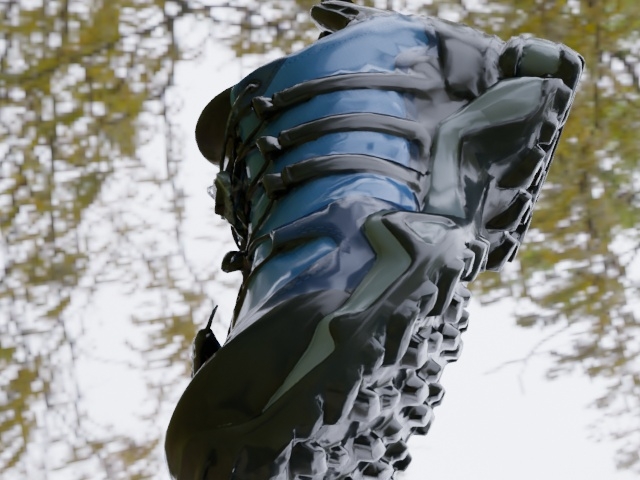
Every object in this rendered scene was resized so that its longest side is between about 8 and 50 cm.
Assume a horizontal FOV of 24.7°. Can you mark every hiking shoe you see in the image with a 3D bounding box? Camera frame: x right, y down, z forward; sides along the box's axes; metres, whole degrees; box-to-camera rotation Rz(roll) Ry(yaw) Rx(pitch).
[{"bbox_3d":[0.000,0.000,0.561,0.132,0.304,0.113,21,-55,12],"label":"hiking shoe"}]
